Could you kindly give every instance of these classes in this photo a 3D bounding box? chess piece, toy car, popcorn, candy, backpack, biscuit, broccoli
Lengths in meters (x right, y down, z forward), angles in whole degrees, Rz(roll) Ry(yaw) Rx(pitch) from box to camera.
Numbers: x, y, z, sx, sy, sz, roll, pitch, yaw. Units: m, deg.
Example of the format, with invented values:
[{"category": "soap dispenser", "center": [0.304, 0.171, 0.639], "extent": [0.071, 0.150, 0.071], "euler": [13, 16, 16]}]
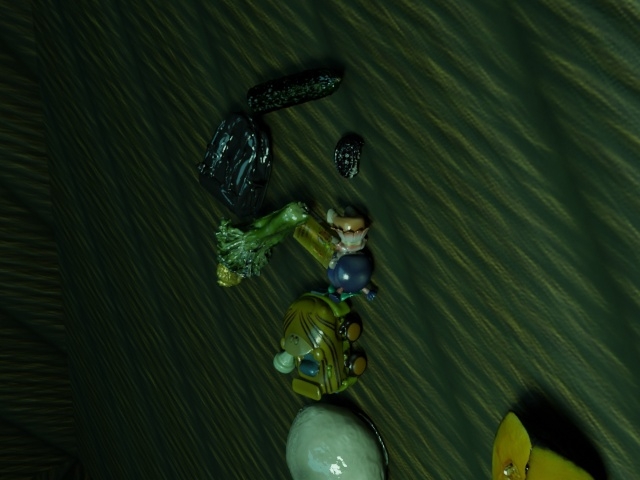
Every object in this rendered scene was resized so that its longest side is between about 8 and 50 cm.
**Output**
[{"category": "chess piece", "center": [-0.067, 0.271, 1.666], "extent": [0.059, 0.059, 0.149], "euler": [51, 130, 25]}, {"category": "toy car", "center": [-0.011, 0.241, 1.511], "extent": [0.200, 0.142, 0.248], "euler": [4, 108, 49]}, {"category": "popcorn", "center": [-0.234, 0.089, 1.785], "extent": [0.084, 0.084, 0.084], "euler": [21, 119, 44]}, {"category": "candy", "center": [0.023, 0.525, 1.546], "extent": [0.295, 0.185, 0.296], "euler": [15, 112, 41]}, {"category": "backpack", "center": [-0.202, -0.192, 1.606], "extent": [0.206, 0.133, 0.258], "euler": [42, 126, 28]}, {"category": "biscuit", "center": [0.061, -0.174, 1.364], "extent": [0.089, 0.027, 0.087], "euler": [-14, 92, 51]}, {"category": "broccoli", "center": [-0.125, -0.017, 1.550], "extent": [0.304, 0.164, 0.146], "euler": [-32, 72, 47]}]

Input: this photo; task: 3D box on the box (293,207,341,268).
[{"category": "box", "center": [0.000, 0.000, 1.505], "extent": [0.156, 0.022, 0.089], "euler": [45, 135, 31]}]

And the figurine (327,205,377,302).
[{"category": "figurine", "center": [0.056, 0.035, 1.383], "extent": [0.102, 0.111, 0.195], "euler": [-142, 46, -62]}]

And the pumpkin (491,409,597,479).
[{"category": "pumpkin", "center": [0.387, 0.434, 1.151], "extent": [0.169, 0.148, 0.313], "euler": [-94, 6, -73]}]

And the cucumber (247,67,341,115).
[{"category": "cucumber", "center": [-0.052, -0.322, 1.411], "extent": [0.300, 0.072, 0.072], "euler": [0, 103, 48]}]
